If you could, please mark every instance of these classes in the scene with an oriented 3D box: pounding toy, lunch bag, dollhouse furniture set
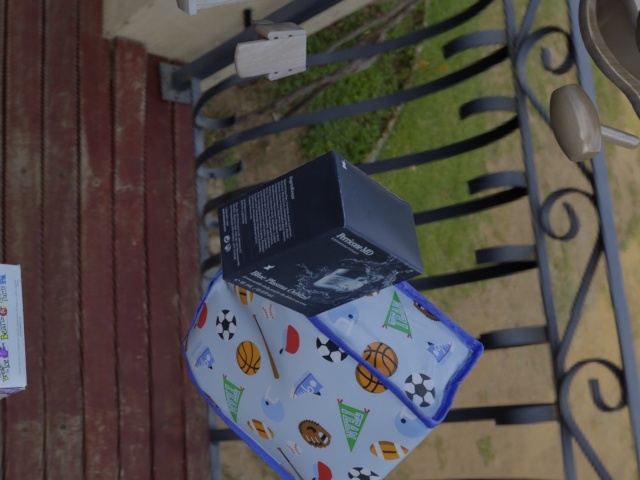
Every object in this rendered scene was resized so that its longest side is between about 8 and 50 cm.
[{"bbox_3d":[0.299,-0.173,0.692,0.270,0.155,0.154,-18,86,-14],"label":"pounding toy"},{"bbox_3d":[-0.009,0.170,1.216,0.385,0.327,0.239,38,38,7],"label":"lunch bag"},{"bbox_3d":[-0.183,-0.432,1.274,0.198,0.303,0.286,-18,127,-28],"label":"dollhouse furniture set"}]

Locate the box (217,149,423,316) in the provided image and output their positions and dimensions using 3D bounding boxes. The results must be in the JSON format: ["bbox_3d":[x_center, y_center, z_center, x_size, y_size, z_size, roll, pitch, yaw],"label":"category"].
[{"bbox_3d":[0.000,0.000,0.855,0.156,0.158,0.093,29,45,-48],"label":"box"}]

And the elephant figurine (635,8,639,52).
[{"bbox_3d":[0.123,-0.149,0.266,0.186,0.169,0.239,11,43,-35],"label":"elephant figurine"}]

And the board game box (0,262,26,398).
[{"bbox_3d":[-0.471,0.101,0.829,0.275,0.142,0.144,8,66,-44],"label":"board game box"}]
